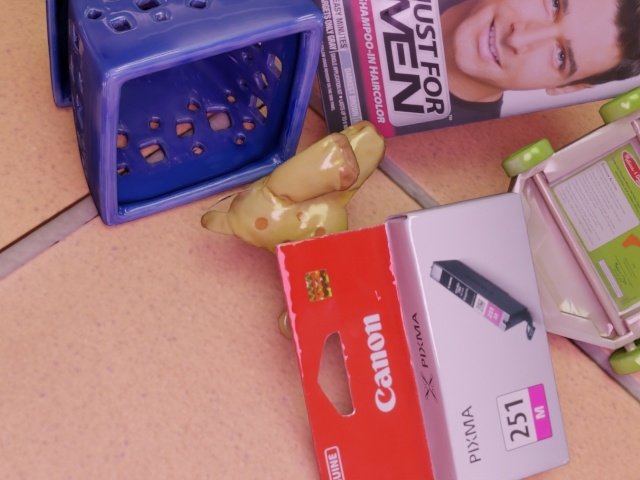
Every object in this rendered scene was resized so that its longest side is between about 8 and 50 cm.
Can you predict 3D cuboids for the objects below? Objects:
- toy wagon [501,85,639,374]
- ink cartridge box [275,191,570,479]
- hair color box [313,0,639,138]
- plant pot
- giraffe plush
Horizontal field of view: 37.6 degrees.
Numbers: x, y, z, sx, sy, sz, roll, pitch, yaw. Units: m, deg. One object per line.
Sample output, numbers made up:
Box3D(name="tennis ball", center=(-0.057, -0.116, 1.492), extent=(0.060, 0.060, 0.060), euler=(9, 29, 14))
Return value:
Box3D(name="toy wagon", center=(0.368, -0.029, 1.014), extent=(0.344, 0.068, 0.267), euler=(-29, 93, 2))
Box3D(name="ink cartridge box", center=(0.101, 0.109, 0.892), extent=(0.239, 0.060, 0.275), euler=(-12, 93, -22))
Box3D(name="hair color box", center=(0.177, -0.237, 1.044), extent=(0.375, 0.185, 0.113), euler=(-10, 26, 2))
Box3D(name="plant pot", center=(-0.159, -0.188, 0.986), extent=(0.236, 0.236, 0.212), euler=(-21, 60, -24))
Box3D(name="giraffe plush", center=(0.000, 0.000, 0.961), extent=(0.210, 0.181, 0.170), euler=(-33, 93, -40))
